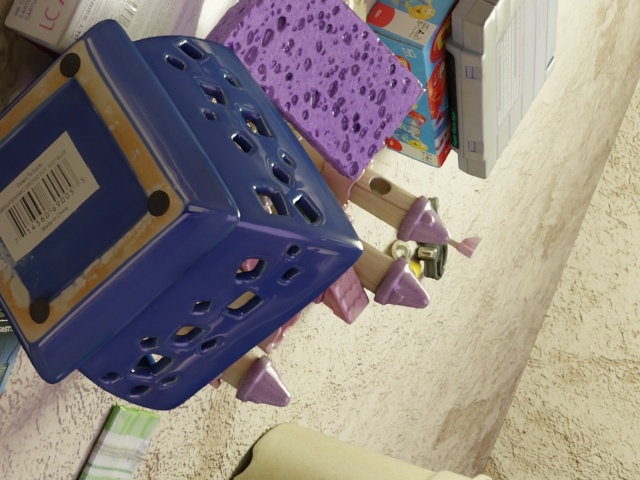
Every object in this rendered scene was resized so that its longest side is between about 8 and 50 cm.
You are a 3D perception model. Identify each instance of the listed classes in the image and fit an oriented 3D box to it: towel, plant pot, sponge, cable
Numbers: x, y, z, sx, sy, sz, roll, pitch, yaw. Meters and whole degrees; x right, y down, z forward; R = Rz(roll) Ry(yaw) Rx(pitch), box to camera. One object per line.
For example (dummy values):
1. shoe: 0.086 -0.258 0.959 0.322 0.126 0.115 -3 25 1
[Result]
1. towel: -0.232 0.258 1.706 0.152 0.023 0.113 -65 161 -2
2. plant pot: 0.031 0.415 2.150 0.334 0.305 0.334 -52 158 -32
3. plant pot: -0.147 -0.022 1.200 0.236 0.236 0.212 -40 157 17
4. sponge: -0.001 -0.161 1.421 0.117 0.031 0.210 -53 127 -7
5. cable: 0.159 0.000 2.407 0.287 0.072 0.140 1 96 -82

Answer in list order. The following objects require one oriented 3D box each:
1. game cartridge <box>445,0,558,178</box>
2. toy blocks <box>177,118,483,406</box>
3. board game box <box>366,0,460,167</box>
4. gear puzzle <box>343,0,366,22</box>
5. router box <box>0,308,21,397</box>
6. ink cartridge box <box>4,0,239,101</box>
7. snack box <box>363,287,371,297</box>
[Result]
1. game cartridge: 0.239 -0.257 1.998 0.230 0.068 0.355 -53 158 -21
2. toy blocks: 0.000 0.000 1.562 0.288 0.260 0.309 -48 167 -38
3. board game box: 0.181 -0.299 2.013 0.308 0.086 0.302 -59 160 -18
4. gear puzzle: -0.014 -0.294 1.513 0.339 0.044 0.176 -14 108 -72
5. router box: -0.306 0.102 1.303 0.092 0.038 0.122 -69 160 8
6. ink cartridge box: -0.143 -0.211 1.314 0.186 0.065 0.311 -65 160 -3
7. snack box: 0.013 0.058 2.037 0.022 0.064 0.178 -65 161 3
